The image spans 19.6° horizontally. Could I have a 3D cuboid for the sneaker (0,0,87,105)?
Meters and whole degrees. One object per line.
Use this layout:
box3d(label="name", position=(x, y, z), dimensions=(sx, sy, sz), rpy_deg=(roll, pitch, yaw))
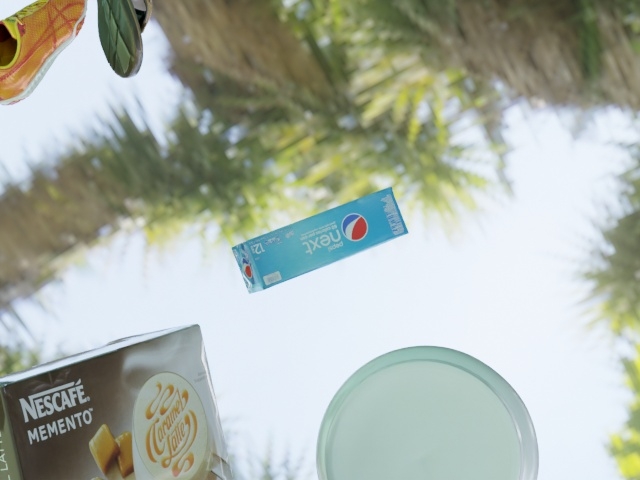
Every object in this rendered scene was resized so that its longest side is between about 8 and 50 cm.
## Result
box3d(label="sneaker", position=(-0.296, -0.219, 1.921), dimensions=(0.064, 0.067, 0.175), rpy_deg=(-5, -135, 37))

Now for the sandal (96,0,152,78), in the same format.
box3d(label="sandal", position=(-0.231, -0.284, 2.181), dimensions=(0.060, 0.090, 0.219), rpy_deg=(-1, -133, -21))

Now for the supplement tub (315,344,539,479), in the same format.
box3d(label="supplement tub", position=(0.120, 0.234, 2.022), dimensions=(0.235, 0.235, 0.325), rpy_deg=(-28, 173, 3))

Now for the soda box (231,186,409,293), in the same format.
box3d(label="soda box", position=(0.000, 0.000, 2.351), dimensions=(0.210, 0.067, 0.071), rpy_deg=(-20, 180, -19))

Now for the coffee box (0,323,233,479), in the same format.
box3d(label="coffee box", position=(-0.179, 0.155, 1.366), dimensions=(0.098, 0.141, 0.246), rpy_deg=(-12, -179, 30))
